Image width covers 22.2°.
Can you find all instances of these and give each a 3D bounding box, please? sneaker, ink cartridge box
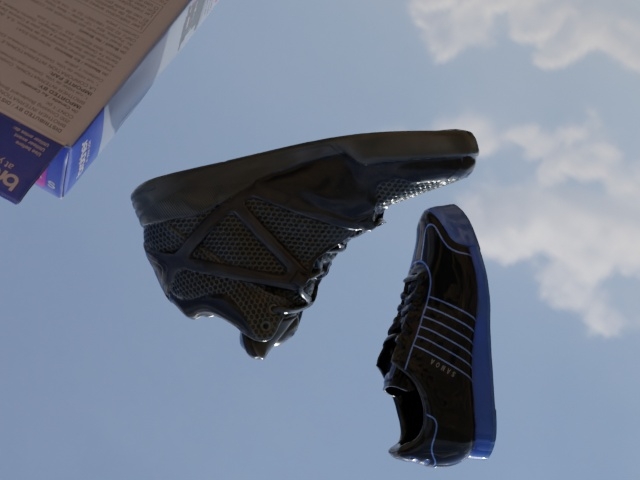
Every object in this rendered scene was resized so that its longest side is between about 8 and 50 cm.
[{"bbox_3d":[0.000,0.000,1.054,0.087,0.227,0.130,1,-105,-83],"label":"sneaker"},{"bbox_3d":[0.095,0.081,1.426,0.090,0.232,0.081,-1,167,-21],"label":"sneaker"},{"bbox_3d":[-0.184,-0.151,1.034,0.186,0.065,0.311,28,-129,6],"label":"ink cartridge box"}]
